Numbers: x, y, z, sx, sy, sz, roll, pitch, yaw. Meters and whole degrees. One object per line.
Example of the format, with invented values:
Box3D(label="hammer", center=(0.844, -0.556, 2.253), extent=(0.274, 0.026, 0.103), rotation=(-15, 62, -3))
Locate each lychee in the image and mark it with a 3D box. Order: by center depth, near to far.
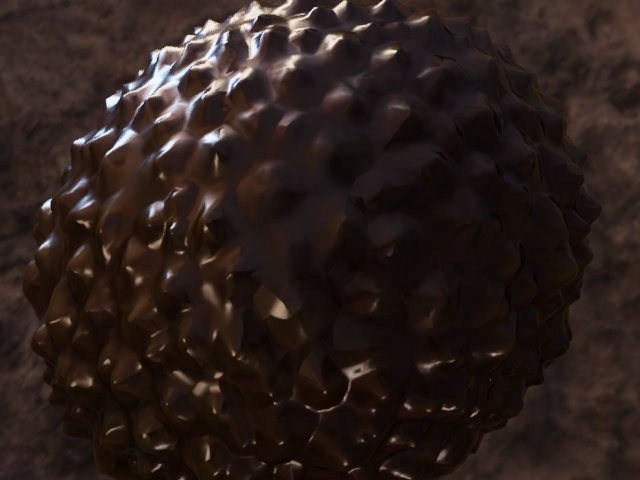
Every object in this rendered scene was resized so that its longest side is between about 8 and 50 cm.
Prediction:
Box3D(label="lychee", center=(0.000, 0.000, 0.490), extent=(0.200, 0.200, 0.238), rotation=(36, -133, -13))
